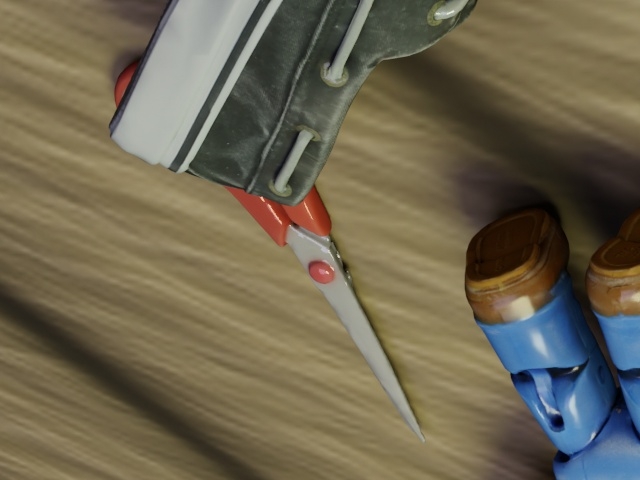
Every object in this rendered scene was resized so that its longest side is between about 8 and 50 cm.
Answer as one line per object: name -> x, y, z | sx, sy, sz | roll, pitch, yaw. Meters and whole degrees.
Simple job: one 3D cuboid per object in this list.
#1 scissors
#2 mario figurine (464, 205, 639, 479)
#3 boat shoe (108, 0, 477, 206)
scissors -> 0.000, 0.000, 0.818 | 0.109, 0.021, 0.297 | -25, 112, 41
mario figurine -> 0.182, 0.123, 0.784 | 0.198, 0.170, 0.321 | 30, 143, 63
boat shoe -> 0.015, -0.134, 0.634 | 0.119, 0.121, 0.335 | 22, 144, -12
